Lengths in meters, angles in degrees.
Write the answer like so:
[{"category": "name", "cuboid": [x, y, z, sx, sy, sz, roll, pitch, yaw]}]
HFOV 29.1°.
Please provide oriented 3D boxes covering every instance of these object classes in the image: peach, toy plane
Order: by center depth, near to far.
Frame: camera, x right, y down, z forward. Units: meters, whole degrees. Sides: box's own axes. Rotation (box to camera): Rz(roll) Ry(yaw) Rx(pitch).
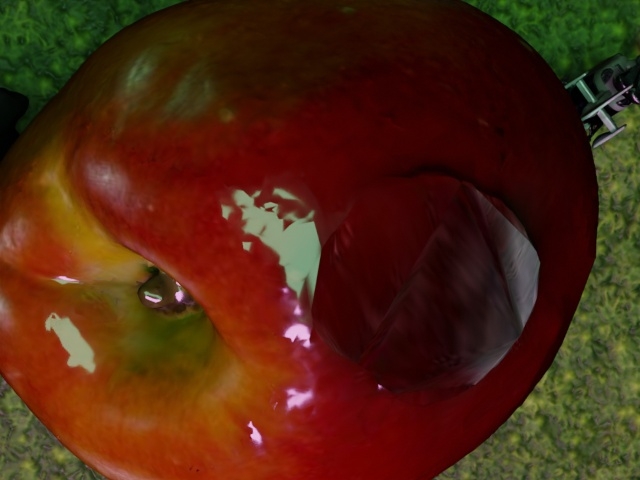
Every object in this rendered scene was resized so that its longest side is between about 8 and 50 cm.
[{"category": "peach", "cuboid": [-0.002, 0.003, 0.775, 0.406, 0.310, 0.335, -10, 100, -33]}, {"category": "toy plane", "cuboid": [0.210, -0.110, 0.907, 0.078, 0.197, 0.053, -35, 91, 28]}]

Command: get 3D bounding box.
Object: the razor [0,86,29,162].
[{"category": "razor", "cuboid": [-0.275, -0.015, 0.762, 0.107, 0.327, 0.189, 10, 98, 8]}]
